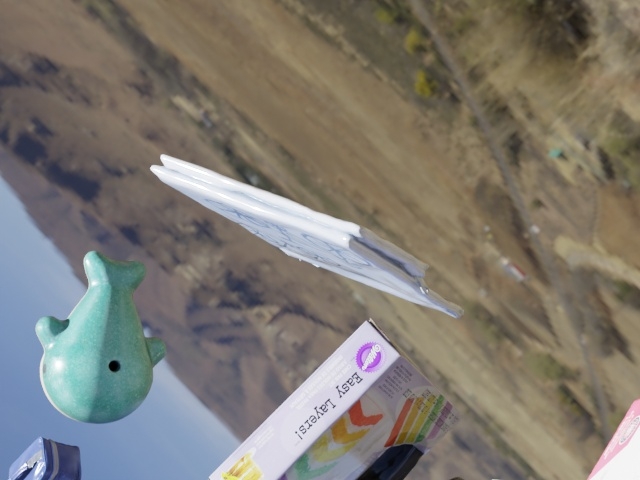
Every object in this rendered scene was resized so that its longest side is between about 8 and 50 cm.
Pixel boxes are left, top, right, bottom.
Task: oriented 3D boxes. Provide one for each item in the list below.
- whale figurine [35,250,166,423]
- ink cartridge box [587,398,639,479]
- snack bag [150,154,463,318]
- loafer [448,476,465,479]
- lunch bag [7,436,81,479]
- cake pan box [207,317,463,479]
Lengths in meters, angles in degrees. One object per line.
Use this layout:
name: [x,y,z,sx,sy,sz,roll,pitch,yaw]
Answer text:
whale figurine: [-0.336,0.152,1.873,0.216,0.272,0.141,16,166,-24]
ink cartridge box: [0.267,0.182,0.821,0.100,0.172,0.237,37,158,2]
snack bag: [0.000,0.000,1.490,0.323,0.037,0.342,19,172,35]
loafer: [0.105,0.358,1.505,0.076,0.223,0.078,3,-131,-44]
lunch bag: [-0.357,0.299,1.513,0.065,0.098,0.067,26,-149,-36]
cake pan box: [0.027,0.232,1.343,0.070,0.246,0.267,47,179,31]
